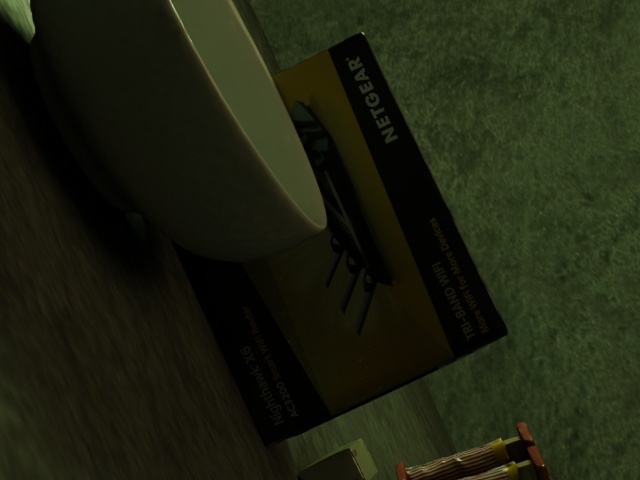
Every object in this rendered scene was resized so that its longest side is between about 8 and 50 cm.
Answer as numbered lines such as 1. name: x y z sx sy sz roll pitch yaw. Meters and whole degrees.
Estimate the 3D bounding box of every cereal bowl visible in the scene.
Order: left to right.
1. cereal bowl: -0.132 -0.126 1.141 0.339 0.141 0.339 62 8 -15

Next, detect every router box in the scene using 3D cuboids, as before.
1. router box: 0.000 0.000 1.322 0.309 0.242 0.081 64 5 8

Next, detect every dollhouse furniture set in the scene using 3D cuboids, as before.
1. dollhouse furniture set: 0.259 0.462 1.991 0.152 0.201 0.374 -101 170 -72

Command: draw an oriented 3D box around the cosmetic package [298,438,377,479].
1. cosmetic package: 0.018 0.229 1.410 0.041 0.060 0.115 63 4 6
